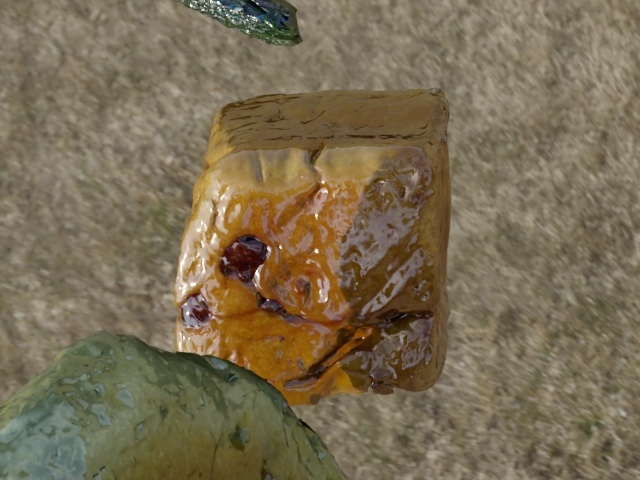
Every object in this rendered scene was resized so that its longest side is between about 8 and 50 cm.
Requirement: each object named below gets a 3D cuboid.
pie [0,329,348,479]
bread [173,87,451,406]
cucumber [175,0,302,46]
[{"bbox_3d":[-0.064,0.199,0.581,0.071,0.323,0.323,-3,74,29],"label":"pie"},{"bbox_3d":[0.000,0.000,0.731,0.143,0.158,0.149,0,108,4],"label":"bread"},{"bbox_3d":[-0.124,-0.204,0.988,0.257,0.044,0.043,27,86,14],"label":"cucumber"}]
